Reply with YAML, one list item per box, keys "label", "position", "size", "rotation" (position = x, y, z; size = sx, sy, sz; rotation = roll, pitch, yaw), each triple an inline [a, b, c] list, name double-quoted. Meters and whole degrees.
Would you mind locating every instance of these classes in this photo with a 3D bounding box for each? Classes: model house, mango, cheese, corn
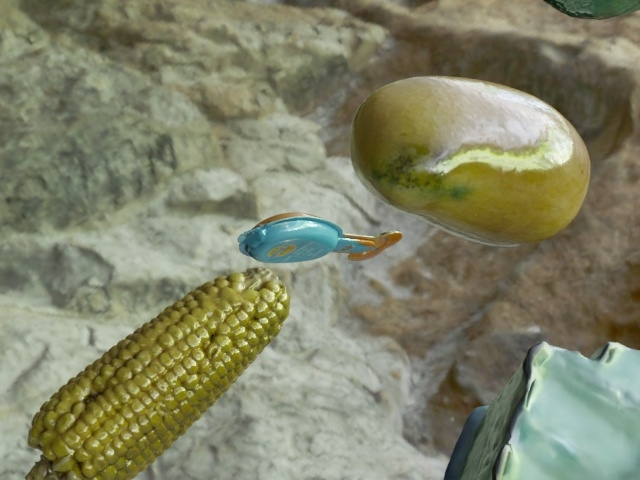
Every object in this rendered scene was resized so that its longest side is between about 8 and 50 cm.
- label: "model house"
  position: [0.204, 0.265, 0.664]
  size: [0.329, 0.295, 0.251]
  rotation: [112, 2, -60]
- label: "mango"
  position: [0.156, -0.087, 0.981]
  size: [0.317, 0.173, 0.211]
  rotation: [5, -148, -41]
- label: "cheese"
  position: [0.000, 0.001, 0.491]
  size: [0.111, 0.017, 0.047]
  rotation: [7, 152, -45]
- label: "corn"
  position: [-0.134, 0.116, 0.747]
  size: [0.262, 0.097, 0.097]
  rotation: [-41, -155, -15]

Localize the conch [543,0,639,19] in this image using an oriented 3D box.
- label: "conch"
  position: [0.180, -0.215, 0.536]
  size: [0.122, 0.188, 0.176]
  rotation: [25, -93, 56]
